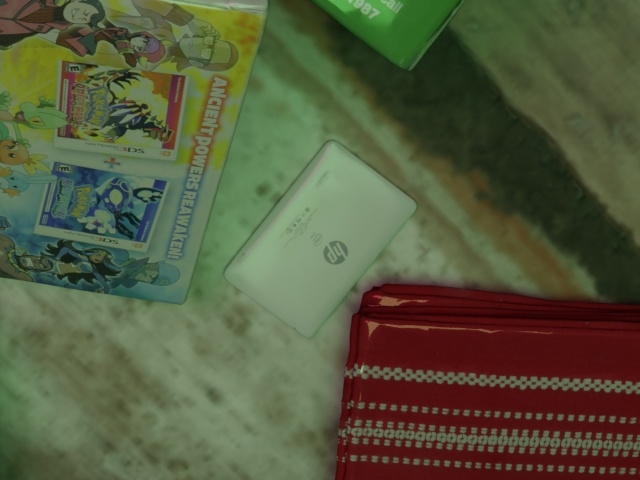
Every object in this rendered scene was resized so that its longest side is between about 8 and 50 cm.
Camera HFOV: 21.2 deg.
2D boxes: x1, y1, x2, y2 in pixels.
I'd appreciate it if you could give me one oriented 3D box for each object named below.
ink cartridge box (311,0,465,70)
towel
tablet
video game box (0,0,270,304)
[{"bbox_3d":[0.036,-0.249,0.675,0.211,0.121,0.289,37,99,-14],"label":"ink cartridge box"},{"bbox_3d":[0.098,0.157,0.845,0.199,0.031,0.274,3,107,-10],"label":"towel"},{"bbox_3d":[0.000,0.000,0.801,0.054,0.006,0.083,37,99,-15],"label":"tablet"},{"bbox_3d":[-0.129,-0.056,0.690,0.187,0.048,0.205,11,144,-8],"label":"video game box"}]
